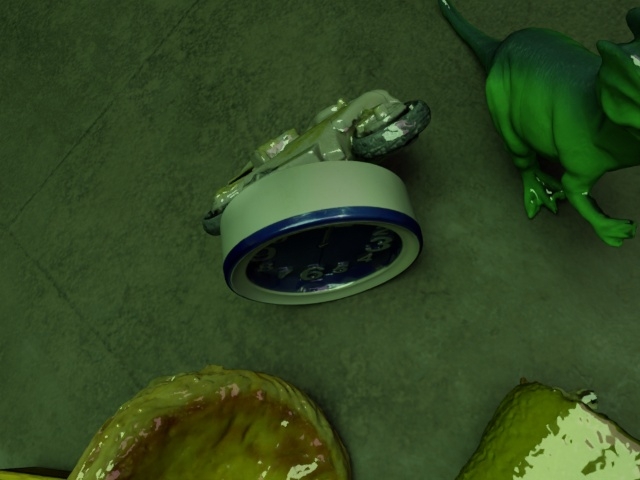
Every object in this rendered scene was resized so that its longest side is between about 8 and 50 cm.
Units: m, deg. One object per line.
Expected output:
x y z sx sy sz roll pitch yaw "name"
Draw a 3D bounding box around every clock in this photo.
0.000 0.000 0.594 0.230 0.230 0.083 -18 61 14 "clock"

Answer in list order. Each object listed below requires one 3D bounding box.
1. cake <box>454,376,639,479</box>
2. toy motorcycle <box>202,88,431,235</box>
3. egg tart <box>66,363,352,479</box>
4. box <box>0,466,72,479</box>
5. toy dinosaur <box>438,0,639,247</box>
0.260 0.243 0.436 0.260 0.179 0.156 34 85 24 "cake"
-0.007 -0.111 0.675 0.340 0.108 0.223 -24 21 26 "toy motorcycle"
-0.115 0.291 0.543 0.128 0.319 0.319 -34 52 55 "egg tart"
-0.303 0.404 0.636 0.301 0.084 0.193 -4 70 19 "box"
0.195 -0.205 0.530 0.144 0.374 0.500 -35 65 14 "toy dinosaur"
